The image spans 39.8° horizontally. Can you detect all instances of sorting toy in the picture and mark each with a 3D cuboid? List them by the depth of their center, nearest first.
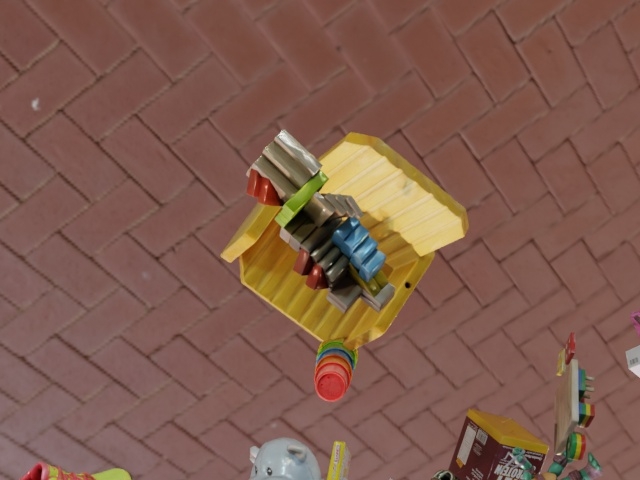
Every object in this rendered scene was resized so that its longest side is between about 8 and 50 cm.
[{"bbox_3d":[0.474,0.306,1.644,0.046,0.274,0.132,9,139,5],"label":"sorting toy"}]

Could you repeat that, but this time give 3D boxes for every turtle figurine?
[{"bbox_3d":[0.473,0.516,1.881,0.234,0.175,0.118,-31,137,-5],"label":"turtle figurine"}]

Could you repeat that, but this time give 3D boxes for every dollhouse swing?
[{"bbox_3d":[0.054,0.013,1.705,0.347,0.305,0.315,38,76,-13],"label":"dollhouse swing"}]

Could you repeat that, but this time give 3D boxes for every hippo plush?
[{"bbox_3d":[-0.005,0.431,1.433,0.234,0.294,0.236,-12,120,44],"label":"hippo plush"}]

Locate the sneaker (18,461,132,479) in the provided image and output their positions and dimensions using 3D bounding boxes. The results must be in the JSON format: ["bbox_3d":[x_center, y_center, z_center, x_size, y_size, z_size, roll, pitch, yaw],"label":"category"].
[{"bbox_3d":[-0.342,0.331,1.159,0.209,0.081,0.094,-11,105,-41],"label":"sneaker"}]

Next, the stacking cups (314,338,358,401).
[{"bbox_3d":[0.036,0.282,1.903,0.096,0.316,0.096,0,96,1],"label":"stacking cups"}]

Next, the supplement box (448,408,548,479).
[{"bbox_3d":[0.421,0.539,2.128,0.129,0.191,0.194,16,95,-17],"label":"supplement box"}]

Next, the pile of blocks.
[{"bbox_3d":[0.000,0.000,1.404,0.112,0.149,0.362,-46,114,-20],"label":"pile of blocks"}]

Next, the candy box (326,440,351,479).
[{"bbox_3d":[0.038,0.483,1.834,0.027,0.105,0.206,7,160,8],"label":"candy box"}]

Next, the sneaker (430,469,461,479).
[{"bbox_3d":[0.219,0.421,1.488,0.188,0.066,0.071,6,106,-65],"label":"sneaker"}]

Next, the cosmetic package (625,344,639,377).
[{"bbox_3d":[0.862,0.260,2.107,0.099,0.060,0.239,39,126,-25],"label":"cosmetic package"}]

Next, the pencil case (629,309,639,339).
[{"bbox_3d":[0.438,0.157,0.996,0.098,0.095,0.209,-24,82,-1],"label":"pencil case"}]
